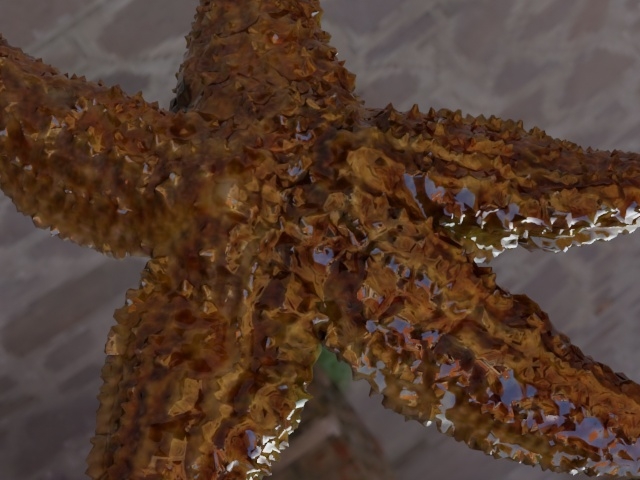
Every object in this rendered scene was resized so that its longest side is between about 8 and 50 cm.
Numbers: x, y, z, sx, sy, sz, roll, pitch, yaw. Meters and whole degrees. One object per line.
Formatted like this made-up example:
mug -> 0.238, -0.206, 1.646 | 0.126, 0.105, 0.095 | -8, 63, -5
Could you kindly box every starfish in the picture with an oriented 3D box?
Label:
starfish -> 0.000, -0.001, 0.405 | 0.227, 0.240, 0.043 | 10, 146, 3
